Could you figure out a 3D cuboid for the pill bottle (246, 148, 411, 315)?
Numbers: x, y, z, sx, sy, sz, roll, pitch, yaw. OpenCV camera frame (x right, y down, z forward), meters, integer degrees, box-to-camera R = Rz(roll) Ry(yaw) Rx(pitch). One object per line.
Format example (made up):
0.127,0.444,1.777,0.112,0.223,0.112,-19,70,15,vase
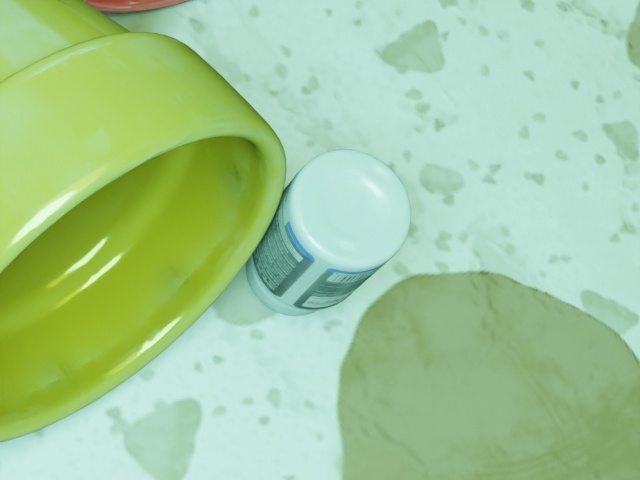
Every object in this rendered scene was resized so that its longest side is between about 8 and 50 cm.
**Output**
0.000,0.000,0.977,0.078,0.137,0.078,5,71,-16,pill bottle

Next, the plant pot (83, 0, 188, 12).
-0.121,-0.326,0.999,0.275,0.275,0.243,-20,68,-23,plant pot

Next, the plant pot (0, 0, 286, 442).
-0.190,-0.050,0.892,0.254,0.254,0.239,-35,68,-25,plant pot
